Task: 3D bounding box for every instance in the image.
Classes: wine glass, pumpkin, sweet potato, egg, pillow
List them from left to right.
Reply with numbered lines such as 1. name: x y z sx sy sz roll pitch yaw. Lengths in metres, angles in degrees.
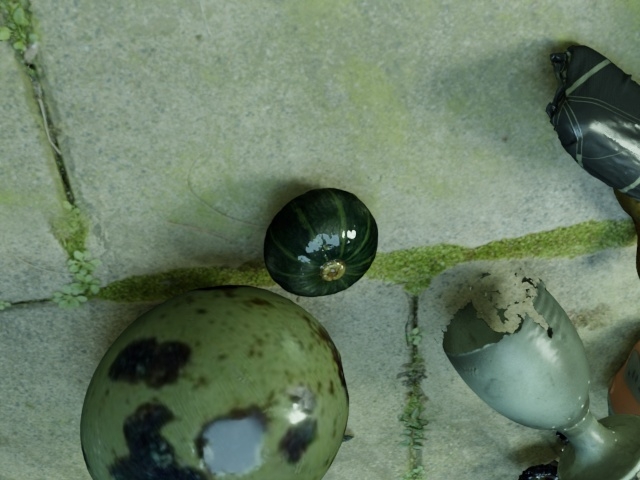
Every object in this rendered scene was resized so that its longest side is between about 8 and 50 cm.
1. egg: -0.160 0.244 1.361 0.428 0.345 0.345 -23 130 32
2. pumpkin: 0.002 0.002 1.318 0.167 0.125 0.167 -4 132 -4
3. wine glass: 0.343 0.219 1.441 0.190 0.190 0.357 -35 104 20
4. pillow: 0.426 -0.135 1.244 0.335 0.162 0.092 25 157 -21
5. sweet potato: 0.474 -0.034 1.380 0.081 0.062 0.233 -38 125 -20

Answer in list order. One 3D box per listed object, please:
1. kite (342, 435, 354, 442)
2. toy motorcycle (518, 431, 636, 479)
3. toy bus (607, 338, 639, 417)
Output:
1. kite: -0.075 0.375 1.617 0.314 0.011 0.335 -8 157 -30
2. toy motorcycle: 0.472 0.443 1.736 0.207 0.134 0.401 -24 130 12
3. toy bus: 0.629 0.242 1.559 0.287 0.194 0.232 -3 122 -4
